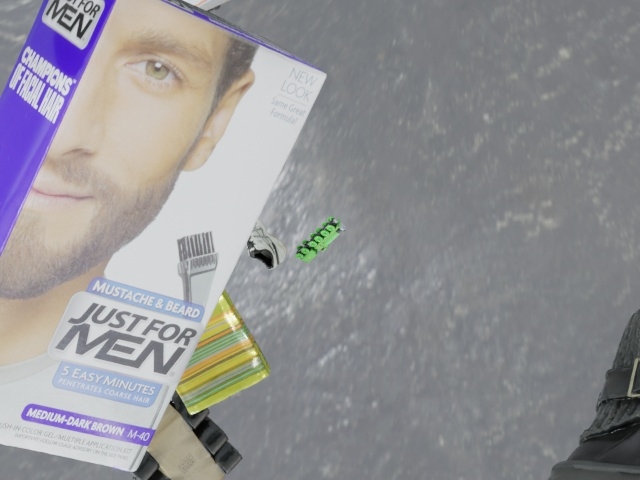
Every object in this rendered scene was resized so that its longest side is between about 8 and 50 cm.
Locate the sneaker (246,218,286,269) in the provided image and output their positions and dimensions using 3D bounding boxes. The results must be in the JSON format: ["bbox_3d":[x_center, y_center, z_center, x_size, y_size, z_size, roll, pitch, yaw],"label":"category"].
[{"bbox_3d":[-0.076,-0.001,1.697,0.083,0.037,0.032,39,130,-7],"label":"sneaker"}]

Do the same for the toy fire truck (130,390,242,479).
[{"bbox_3d":[-0.228,0.202,1.825,0.246,0.217,0.158,34,73,30],"label":"toy fire truck"}]

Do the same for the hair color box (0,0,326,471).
[{"bbox_3d":[-0.158,-0.013,1.056,0.185,0.110,0.339,19,100,-38],"label":"hair color box"}]

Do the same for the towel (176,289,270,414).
[{"bbox_3d":[-0.153,0.068,1.564,0.102,0.021,0.237,-29,101,1],"label":"towel"}]

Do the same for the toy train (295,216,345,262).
[{"bbox_3d":[0.000,0.000,1.643,0.023,0.017,0.083,25,139,-22],"label":"toy train"}]

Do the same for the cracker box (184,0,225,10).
[{"bbox_3d":[-0.045,-0.271,1.290,0.232,0.155,0.067,-14,104,56],"label":"cracker box"}]

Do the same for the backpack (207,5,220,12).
[{"bbox_3d":[-0.201,-0.326,1.654,0.191,0.253,0.225,18,66,-2],"label":"backpack"}]

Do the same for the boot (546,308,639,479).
[{"bbox_3d":[0.394,0.178,1.438,0.131,0.348,0.260,52,61,-27],"label":"boot"}]
